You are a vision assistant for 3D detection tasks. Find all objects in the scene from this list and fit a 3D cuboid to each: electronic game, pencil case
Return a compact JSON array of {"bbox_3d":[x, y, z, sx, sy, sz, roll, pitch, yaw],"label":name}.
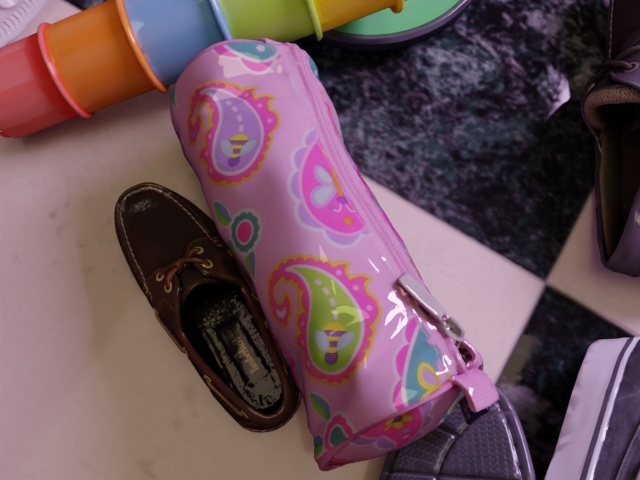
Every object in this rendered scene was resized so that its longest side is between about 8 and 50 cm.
[{"bbox_3d":[0.036,-0.268,0.549,0.229,0.048,0.230,1,75,-4],"label":"electronic game"},{"bbox_3d":[0.000,0.000,0.419,0.124,0.124,0.284,-23,68,-10],"label":"pencil case"}]

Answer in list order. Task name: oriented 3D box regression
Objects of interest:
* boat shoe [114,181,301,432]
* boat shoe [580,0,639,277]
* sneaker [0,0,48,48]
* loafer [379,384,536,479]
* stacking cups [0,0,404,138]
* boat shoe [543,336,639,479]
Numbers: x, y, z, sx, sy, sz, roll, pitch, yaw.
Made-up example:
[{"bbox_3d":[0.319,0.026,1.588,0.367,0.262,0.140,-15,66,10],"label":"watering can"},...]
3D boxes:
[{"bbox_3d":[-0.080,0.039,0.448,0.073,0.073,0.207,-36,79,-10],"label":"boat shoe"},{"bbox_3d":[0.255,-0.108,0.497,0.092,0.103,0.286,2,81,-9],"label":"boat shoe"},{"bbox_3d":[-0.313,-0.292,0.501,0.236,0.130,0.323,34,80,15],"label":"sneaker"},{"bbox_3d":[0.091,0.245,0.406,0.109,0.095,0.303,-6,61,22],"label":"loafer"},{"bbox_3d":[-0.099,-0.154,0.476,0.316,0.096,0.096,-22,77,5],"label":"stacking cups"},{"bbox_3d":[0.191,0.176,0.361,0.108,0.102,0.301,54,48,-20],"label":"boat shoe"}]
